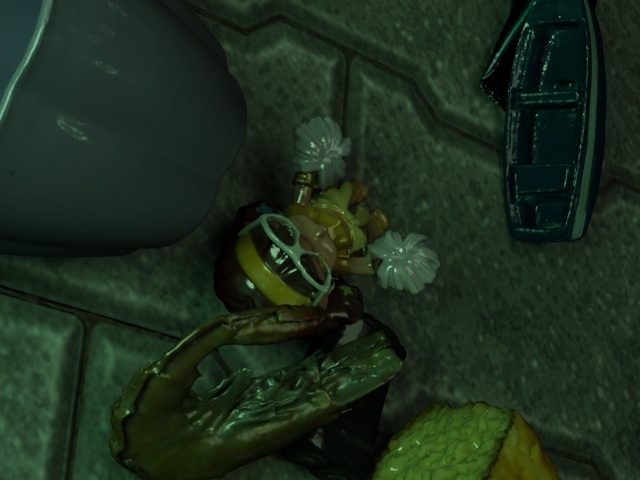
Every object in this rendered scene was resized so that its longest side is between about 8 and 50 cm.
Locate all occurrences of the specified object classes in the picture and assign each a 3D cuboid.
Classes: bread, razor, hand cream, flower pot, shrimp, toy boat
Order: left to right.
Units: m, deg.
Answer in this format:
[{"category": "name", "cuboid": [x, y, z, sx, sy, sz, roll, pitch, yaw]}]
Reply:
[{"category": "flower pot", "cuboid": [-0.197, -0.099, 1.007, 0.243, 0.265, 0.265, 27, 59, -51]}, {"category": "shrimp", "cuboid": [-0.050, 0.106, 1.123, 0.253, 0.058, 0.173, -24, 136, -19]}, {"category": "razor", "cuboid": [0.018, 0.133, 1.252, 0.090, 0.054, 0.148, 37, 57, -30]}, {"category": "bread", "cuboid": [0.103, 0.301, 1.182, 0.179, 0.194, 0.340, 50, 45, -18]}, {"category": "hand cream", "cuboid": [0.250, -0.240, 1.589, 0.120, 0.061, 0.270, 40, 62, -32]}, {"category": "toy boat", "cuboid": [0.251, -0.144, 1.504, 0.062, 0.096, 0.299, 11, 83, -48]}]

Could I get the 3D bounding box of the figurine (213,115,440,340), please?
[{"category": "figurine", "cuboid": [-0.001, 0.001, 1.232, 0.175, 0.116, 0.240, 51, 40, 1]}]
